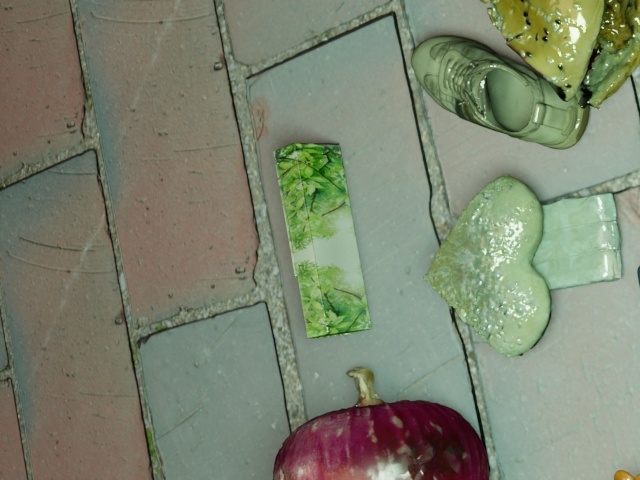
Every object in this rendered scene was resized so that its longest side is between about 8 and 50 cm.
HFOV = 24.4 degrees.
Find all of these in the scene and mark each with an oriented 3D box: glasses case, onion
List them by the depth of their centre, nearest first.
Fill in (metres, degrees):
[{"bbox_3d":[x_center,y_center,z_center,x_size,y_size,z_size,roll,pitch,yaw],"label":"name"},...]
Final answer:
[{"bbox_3d":[0.084,0.306,1.936,0.230,0.256,0.272,-32,86,52],"label":"onion"},{"bbox_3d":[0.000,0.000,2.096,0.062,0.095,0.272,-17,79,45],"label":"glasses case"}]

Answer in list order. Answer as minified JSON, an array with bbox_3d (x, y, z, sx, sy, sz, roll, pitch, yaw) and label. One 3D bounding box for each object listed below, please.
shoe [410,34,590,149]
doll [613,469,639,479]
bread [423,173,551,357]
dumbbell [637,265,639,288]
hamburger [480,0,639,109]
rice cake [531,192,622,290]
[{"bbox_3d":[0.213,-0.196,1.901,0.274,0.098,0.103,26,104,40],"label":"shoe"},{"bbox_3d":[0.408,0.366,1.724,0.221,0.135,0.143,53,161,21],"label":"doll"},{"bbox_3d":[0.209,0.034,1.880,0.172,0.064,0.232,-5,87,40],"label":"bread"},{"bbox_3d":[0.456,0.161,1.651,0.144,0.160,0.325,-15,80,41],"label":"dumbbell"},{"bbox_3d":[0.290,-0.317,1.780,0.192,0.167,0.288,-47,62,35],"label":"hamburger"},{"bbox_3d":[0.287,0.011,1.877,0.211,0.038,0.124,-7,87,42],"label":"rice cake"}]
